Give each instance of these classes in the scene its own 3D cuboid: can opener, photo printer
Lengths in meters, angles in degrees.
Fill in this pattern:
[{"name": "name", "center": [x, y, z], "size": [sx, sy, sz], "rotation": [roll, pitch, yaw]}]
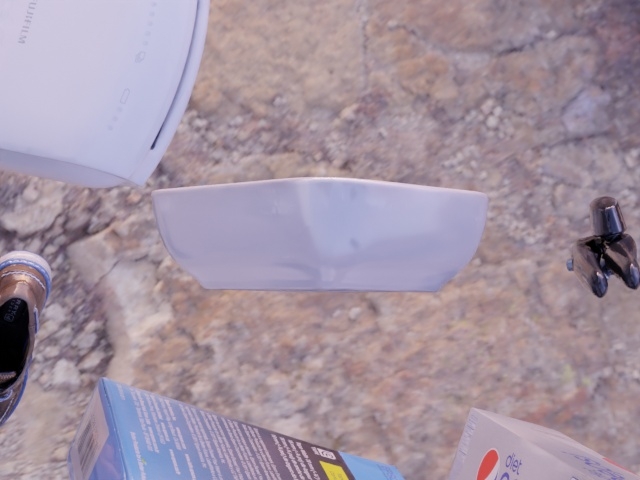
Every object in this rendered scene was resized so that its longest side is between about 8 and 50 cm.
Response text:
[{"name": "can opener", "center": [0.226, 0.016, 0.995], "size": [0.059, 0.186, 0.073], "rotation": [-22, 98, 15]}, {"name": "photo printer", "center": [-0.254, -0.185, 1.136], "size": [0.307, 0.107, 0.256], "rotation": [13, 83, 21]}]

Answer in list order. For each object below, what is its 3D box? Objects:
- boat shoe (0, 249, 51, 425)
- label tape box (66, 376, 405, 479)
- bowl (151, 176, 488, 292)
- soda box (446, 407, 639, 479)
[{"name": "boat shoe", "center": [-0.271, 0.097, 1.013], "size": [0.066, 0.183, 0.066], "rotation": [15, 27, -11]}, {"name": "label tape box", "center": [-0.057, 0.261, 1.150], "size": [0.333, 0.240, 0.106], "rotation": [21, 100, -20]}, {"name": "bowl", "center": [0.000, 0.000, 0.627], "size": [0.142, 0.142, 0.053], "rotation": [5, 84, -48]}, {"name": "soda box", "center": [0.197, 0.217, 1.016], "size": [0.098, 0.286, 0.091], "rotation": [17, 90, -11]}]
